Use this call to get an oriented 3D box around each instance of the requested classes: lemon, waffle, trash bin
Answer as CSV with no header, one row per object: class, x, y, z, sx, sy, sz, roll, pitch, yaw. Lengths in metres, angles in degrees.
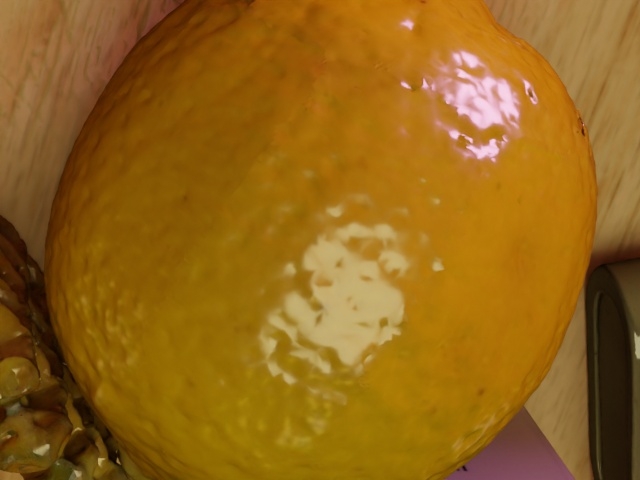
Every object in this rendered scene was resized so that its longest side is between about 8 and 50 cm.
lemon,0.001,-0.002,0.831,0.336,0.336,0.336,-5,113,-11
waffle,-0.196,0.059,0.859,0.057,0.219,0.229,-29,116,-2
trash bin,0.334,0.104,1.056,0.247,0.121,0.243,-8,114,-7

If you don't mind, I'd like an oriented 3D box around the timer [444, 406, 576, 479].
timer,0.062,0.221,0.999,0.192,0.195,0.194,5,112,-14
